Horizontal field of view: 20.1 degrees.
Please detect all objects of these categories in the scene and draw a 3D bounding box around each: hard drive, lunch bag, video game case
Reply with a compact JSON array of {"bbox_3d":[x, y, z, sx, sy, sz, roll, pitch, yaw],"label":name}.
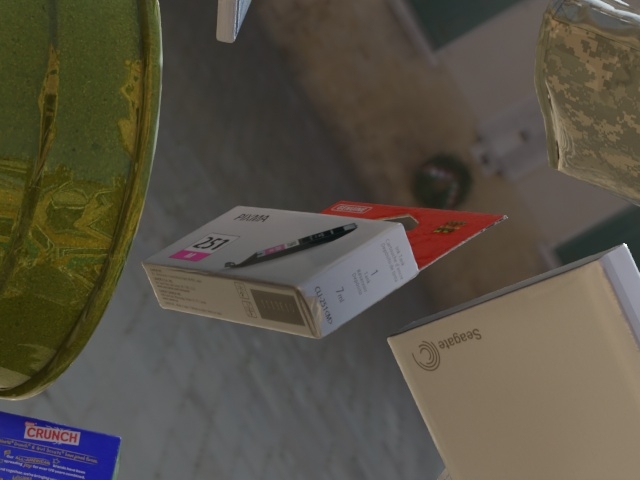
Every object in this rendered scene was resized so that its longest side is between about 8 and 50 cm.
[{"bbox_3d":[0.204,0.198,1.318,0.047,0.233,0.353,-24,90,-41],"label":"hard drive"},{"bbox_3d":[0.374,-0.160,2.019,0.235,0.169,0.287,27,-18,24],"label":"lunch bag"},{"bbox_3d":[-0.078,-0.356,1.987,0.193,0.023,0.212,-73,172,-49],"label":"video game case"}]

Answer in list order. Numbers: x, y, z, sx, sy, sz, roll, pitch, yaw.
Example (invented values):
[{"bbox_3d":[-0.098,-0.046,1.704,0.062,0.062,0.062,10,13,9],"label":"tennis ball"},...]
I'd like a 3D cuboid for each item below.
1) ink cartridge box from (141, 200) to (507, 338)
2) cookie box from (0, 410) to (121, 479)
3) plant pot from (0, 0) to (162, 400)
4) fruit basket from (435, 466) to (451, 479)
[{"bbox_3d":[0.000,0.000,1.702,0.275,0.239,0.060,7,-56,55],"label":"ink cartridge box"},{"bbox_3d":[-0.184,0.172,1.178,0.040,0.092,0.107,105,-3,-52],"label":"cookie box"},{"bbox_3d":[-0.349,-0.092,1.225,0.353,0.366,0.366,10,39,-31],"label":"plant pot"},{"bbox_3d":[0.197,0.350,1.859,0.165,0.327,0.353,11,46,-18],"label":"fruit basket"}]
